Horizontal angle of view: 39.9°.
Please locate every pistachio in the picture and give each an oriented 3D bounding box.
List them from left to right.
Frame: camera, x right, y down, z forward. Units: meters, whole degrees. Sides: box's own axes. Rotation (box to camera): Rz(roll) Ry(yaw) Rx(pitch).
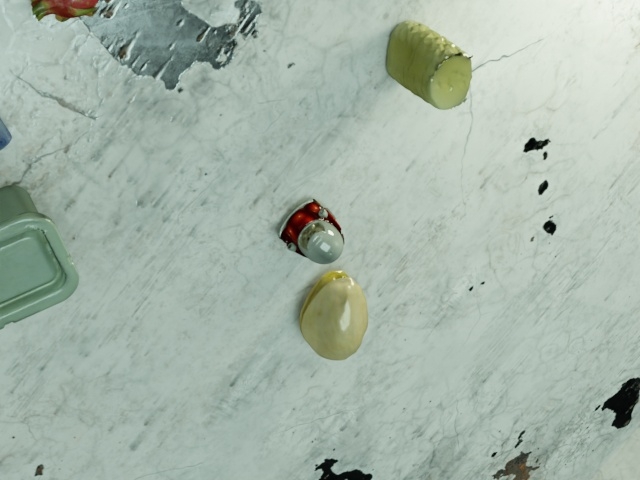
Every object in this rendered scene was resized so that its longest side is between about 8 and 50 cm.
[{"bbox_3d":[0.030,0.165,1.859,0.145,0.117,0.200,-9,122,-18],"label":"pistachio"}]

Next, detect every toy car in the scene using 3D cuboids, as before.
[{"bbox_3d":[0.000,0.000,1.740,0.112,0.112,0.139,-48,129,6],"label":"toy car"}]

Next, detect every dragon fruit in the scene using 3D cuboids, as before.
[{"bbox_3d":[-0.380,-0.369,1.315,0.116,0.081,0.086,-22,138,-17],"label":"dragon fruit"}]

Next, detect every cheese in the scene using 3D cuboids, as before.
[{"bbox_3d":[0.194,-0.319,1.608,0.094,0.167,0.123,-19,130,-20],"label":"cheese"}]

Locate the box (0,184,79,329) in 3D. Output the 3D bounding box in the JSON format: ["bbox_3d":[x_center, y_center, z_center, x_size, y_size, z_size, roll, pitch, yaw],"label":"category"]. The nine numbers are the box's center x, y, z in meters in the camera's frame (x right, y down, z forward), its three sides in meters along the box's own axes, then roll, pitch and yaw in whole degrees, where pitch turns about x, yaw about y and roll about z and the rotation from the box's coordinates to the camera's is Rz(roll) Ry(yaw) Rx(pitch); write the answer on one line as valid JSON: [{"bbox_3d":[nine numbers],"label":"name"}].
[{"bbox_3d":[-0.566,0.037,1.404,0.312,0.182,0.175,-24,129,-13],"label":"box"}]

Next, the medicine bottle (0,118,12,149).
[{"bbox_3d":[-0.548,-0.233,1.321,0.059,0.059,0.231,-31,130,-9],"label":"medicine bottle"}]
